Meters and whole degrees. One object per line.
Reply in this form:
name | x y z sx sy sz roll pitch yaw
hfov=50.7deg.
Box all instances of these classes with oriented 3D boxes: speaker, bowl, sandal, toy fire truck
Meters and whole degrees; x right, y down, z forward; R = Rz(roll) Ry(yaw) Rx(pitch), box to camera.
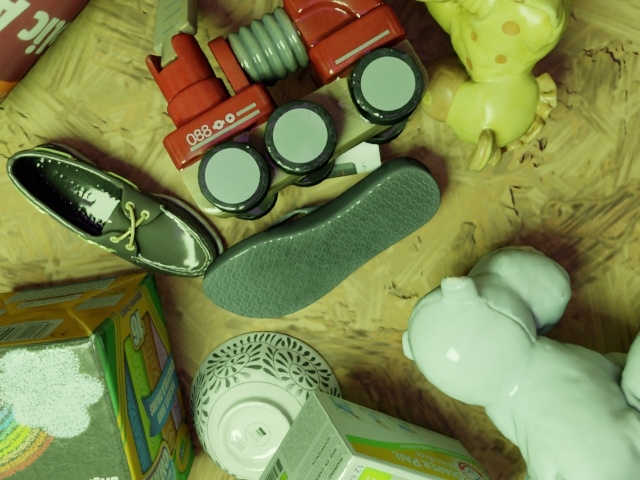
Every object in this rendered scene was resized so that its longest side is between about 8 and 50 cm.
speaker | -0.008 -0.086 0.668 0.136 0.055 0.055 -9 98 4
bowl | -0.062 0.187 0.698 0.170 0.080 0.170 0 97 3
sandal | 0.001 0.000 0.680 0.254 0.054 0.097 -27 124 7
toy fire truck | -0.055 -0.165 0.599 0.217 0.158 0.246 -31 88 0

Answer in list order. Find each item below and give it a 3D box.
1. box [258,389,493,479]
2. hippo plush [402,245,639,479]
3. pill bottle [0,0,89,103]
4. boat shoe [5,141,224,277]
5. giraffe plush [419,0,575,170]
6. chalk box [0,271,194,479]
box | 0.063 0.242 0.650 0.203 0.103 0.114 26 100 -28
hippo plush | 0.185 0.141 0.625 0.236 0.234 0.294 39 55 22
pill bottle | -0.334 -0.236 0.580 0.224 0.224 0.392 44 99 -3
boat shoe | -0.206 -0.024 0.681 0.227 0.069 0.081 28 99 -1
giraffe plush | 0.152 -0.163 0.597 0.181 0.210 0.171 -17 132 -31
chalk box | -0.238 0.201 0.657 0.180 0.179 0.289 -7 105 4
